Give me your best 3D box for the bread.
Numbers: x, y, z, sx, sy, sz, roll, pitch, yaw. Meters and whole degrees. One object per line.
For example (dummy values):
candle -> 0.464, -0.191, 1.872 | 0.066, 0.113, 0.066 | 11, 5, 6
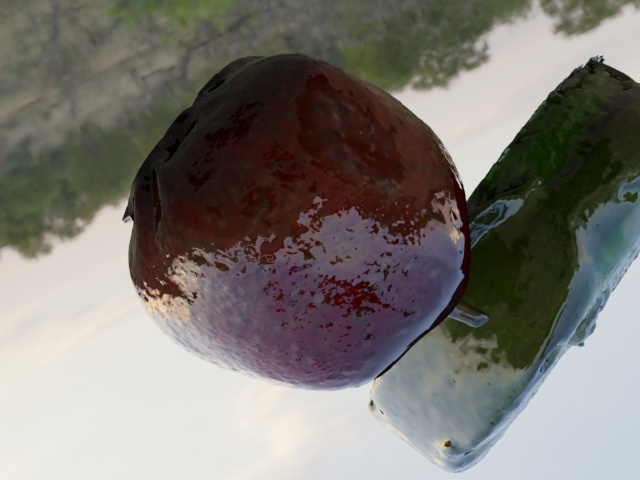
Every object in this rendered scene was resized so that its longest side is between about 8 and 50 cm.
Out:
bread -> 0.186, 0.024, 1.039 | 0.366, 0.129, 0.382 | -59, 167, 21

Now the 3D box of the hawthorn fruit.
hawthorn fruit -> 0.000, 0.000, 0.796 | 0.215, 0.249, 0.215 | -50, -161, 25
